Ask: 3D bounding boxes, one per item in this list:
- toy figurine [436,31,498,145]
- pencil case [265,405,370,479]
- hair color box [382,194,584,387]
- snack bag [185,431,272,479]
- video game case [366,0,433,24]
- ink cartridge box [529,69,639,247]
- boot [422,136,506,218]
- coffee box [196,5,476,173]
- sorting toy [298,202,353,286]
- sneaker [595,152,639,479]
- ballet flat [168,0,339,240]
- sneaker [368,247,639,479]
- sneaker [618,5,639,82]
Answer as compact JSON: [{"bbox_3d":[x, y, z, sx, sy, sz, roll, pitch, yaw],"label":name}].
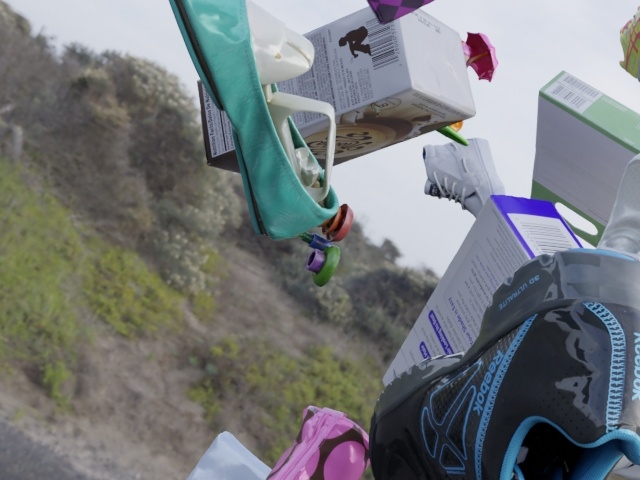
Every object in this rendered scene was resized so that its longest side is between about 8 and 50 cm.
[{"bbox_3d":[0.201,-0.255,1.450,0.173,0.159,0.130,26,7,-41],"label":"toy figurine"},{"bbox_3d":[-0.036,0.243,0.855,0.095,0.209,0.098,17,-33,41],"label":"pencil case"},{"bbox_3d":[0.212,0.133,1.164,0.110,0.339,0.185,6,39,-27],"label":"hair color box"},{"bbox_3d":[-0.123,0.473,1.280,0.323,0.342,0.037,30,-8,32],"label":"snack bag"},{"bbox_3d":[0.143,-0.224,0.538,0.042,0.232,0.210,56,31,-23],"label":"video game case"},{"bbox_3d":[0.368,-0.095,1.267,0.171,0.056,0.235,39,-21,31],"label":"ink cartridge box"},{"bbox_3d":[0.234,-0.077,1.555,0.123,0.095,0.258,-5,38,1],"label":"boot"},{"bbox_3d":[0.015,-0.174,1.155,0.297,0.119,0.168,-17,-14,32],"label":"coffee box"},{"bbox_3d":[0.000,0.000,1.085,0.042,0.102,0.061,25,-12,-18],"label":"sorting toy"},{"bbox_3d":[0.258,0.065,0.794,0.118,0.292,0.110,4,7,-20],"label":"sneaker"},{"bbox_3d":[-0.038,-0.108,0.699,0.083,0.087,0.247,-93,167,-52],"label":"ballet flat"},{"bbox_3d":[0.119,0.148,0.674,0.125,0.140,0.341,14,-40,-10],"label":"sneaker"},{"bbox_3d":[0.576,-0.378,1.681,0.094,0.081,0.208,42,-34,40],"label":"sneaker"}]
